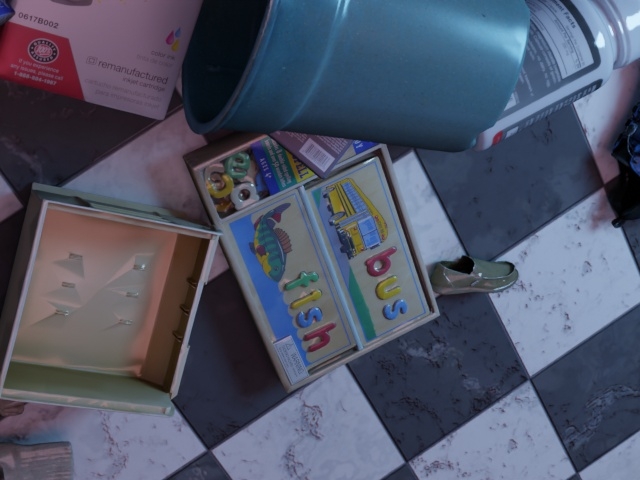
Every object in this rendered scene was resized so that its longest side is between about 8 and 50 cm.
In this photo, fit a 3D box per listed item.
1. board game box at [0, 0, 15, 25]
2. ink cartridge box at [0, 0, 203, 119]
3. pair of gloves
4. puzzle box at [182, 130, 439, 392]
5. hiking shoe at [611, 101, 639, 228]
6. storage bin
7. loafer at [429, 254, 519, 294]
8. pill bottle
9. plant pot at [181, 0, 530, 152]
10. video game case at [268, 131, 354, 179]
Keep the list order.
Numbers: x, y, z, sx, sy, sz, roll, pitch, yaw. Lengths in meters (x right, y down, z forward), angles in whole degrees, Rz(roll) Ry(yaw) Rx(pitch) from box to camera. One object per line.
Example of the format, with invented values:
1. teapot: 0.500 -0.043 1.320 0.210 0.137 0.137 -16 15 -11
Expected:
1. board game box: -0.476 -0.291 1.182 0.141 0.232 0.291 -36 103 10
2. ink cartridge box: -0.254 -0.324 1.422 0.226 0.131 0.306 12 110 -26
3. pair of gloves: -0.460 0.260 1.664 0.204 0.042 0.240 -12 112 -11
4. puzzle box: 0.000 0.000 1.724 0.272 0.052 0.409 -27 121 -9
5. hiking shoe: 0.513 -0.159 1.821 0.132 0.113 0.304 -16 119 -15
6. storage bin: -0.282 0.082 1.584 0.260 0.123 0.262 11 100 -26
7. loafer: 0.240 0.051 1.842 0.148 0.056 0.050 -9 123 -18
8. pill bottle: 0.302 -0.256 1.662 0.283 0.161 0.161 -28 121 -8
9. plant pot: 0.046 -0.261 1.424 0.334 0.341 0.341 10 109 -21
10. video game case: 0.015 -0.247 1.588 0.196 0.026 0.274 39 89 -17
